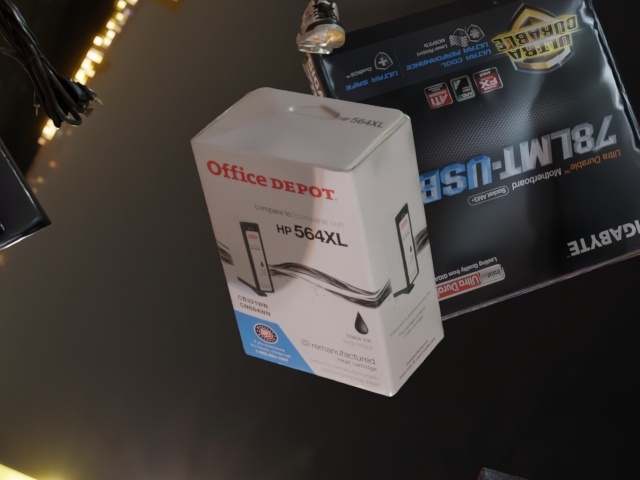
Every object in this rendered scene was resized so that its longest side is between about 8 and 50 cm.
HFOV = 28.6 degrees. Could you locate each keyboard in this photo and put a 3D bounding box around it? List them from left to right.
[{"bbox_3d":[-0.295,-0.131,0.935,0.201,0.317,0.033,-29,165,-21],"label":"keyboard"}]

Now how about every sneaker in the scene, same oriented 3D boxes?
[{"bbox_3d":[-0.001,-0.150,0.857,0.083,0.032,0.037,-155,-110,-79],"label":"sneaker"}]

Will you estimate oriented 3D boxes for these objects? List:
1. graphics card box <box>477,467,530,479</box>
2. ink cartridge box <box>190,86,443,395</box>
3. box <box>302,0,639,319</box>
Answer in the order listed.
[{"bbox_3d":[0.258,0.402,1.432,0.371,0.232,0.094,-44,146,-66],"label":"graphics card box"},{"bbox_3d":[0.000,0.000,0.945,0.148,0.203,0.086,13,-139,34],"label":"ink cartridge box"},{"bbox_3d":[0.166,-0.090,1.235,0.073,0.295,0.293,127,-55,-76],"label":"box"}]
